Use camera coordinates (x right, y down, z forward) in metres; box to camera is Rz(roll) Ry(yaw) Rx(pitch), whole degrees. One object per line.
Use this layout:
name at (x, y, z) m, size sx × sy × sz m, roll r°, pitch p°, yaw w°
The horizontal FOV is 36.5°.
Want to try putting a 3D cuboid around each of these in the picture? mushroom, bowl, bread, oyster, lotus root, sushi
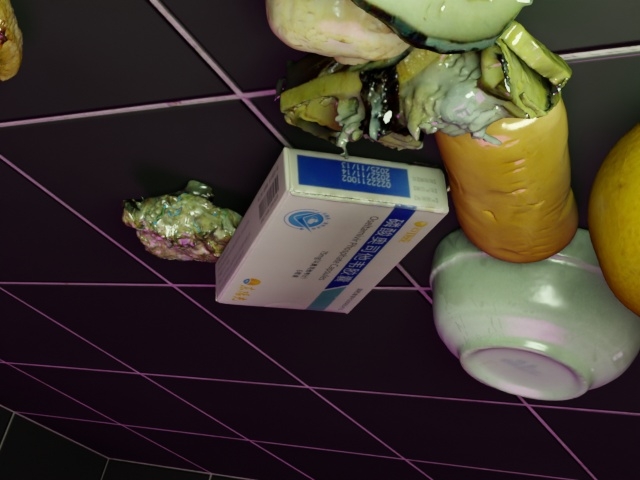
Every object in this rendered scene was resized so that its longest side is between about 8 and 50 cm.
mushroom at (0.027, -0.204, 0.803) m, size 0.148 × 0.148 × 0.112 m, roll 7°, pitch 143°, yaw 20°
bowl at (0.286, 0.107, 1.293) m, size 0.307 × 0.163 × 0.307 m, roll 15°, pitch 154°, yaw 8°
bread at (0.201, -0.067, 1.051) m, size 0.142 × 0.091 × 0.305 m, roll 1°, pitch 153°, yaw 19°
oyster at (-0.169, -0.012, 1.397) m, size 0.198 × 0.092 × 0.260 m, roll -2°, pitch 153°, yaw 42°
lotus root at (0.071, -0.237, 0.696) m, size 0.204 × 0.183 × 0.078 m, roll 39°, pitch 176°, yaw -30°
sushi at (0.097, -0.137, 0.895) m, size 0.291 × 0.131 × 0.139 m, roll -8°, pitch 162°, yaw 44°

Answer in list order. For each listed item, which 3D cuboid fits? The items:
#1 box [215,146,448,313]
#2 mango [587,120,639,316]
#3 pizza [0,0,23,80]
box at (0.000, 0.000, 1.244) m, size 0.200 × 0.065 × 0.343 m, roll 6°, pitch 153°, yaw -18°
mango at (0.417, -0.037, 0.830) m, size 0.264 × 0.221 × 0.378 m, roll 36°, pitch 141°, yaw -29°
pizza at (-0.412, -0.267, 0.998) m, size 0.161 × 0.085 × 0.305 m, roll 4°, pitch 152°, yaw 27°
